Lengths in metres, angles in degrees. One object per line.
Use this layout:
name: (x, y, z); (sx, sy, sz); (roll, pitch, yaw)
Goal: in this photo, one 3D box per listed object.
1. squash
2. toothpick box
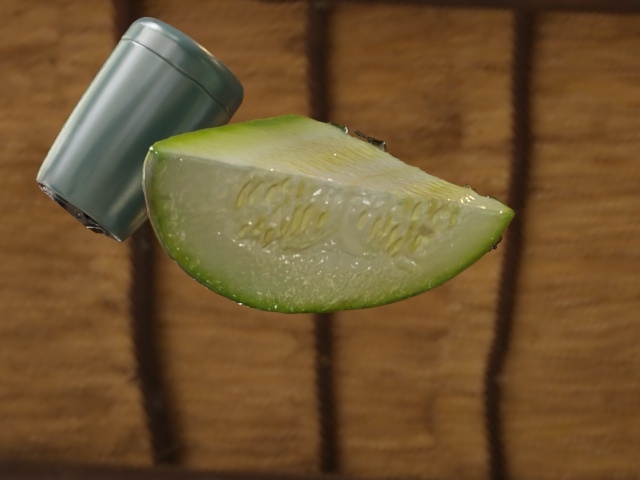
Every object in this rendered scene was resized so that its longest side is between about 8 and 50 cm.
squash: (0.000, 0.000, 1.436); (0.203, 0.289, 0.111); (26, -74, 13)
toothpick box: (-0.163, -0.093, 1.748); (0.120, 0.184, 0.120); (36, -6, 4)
